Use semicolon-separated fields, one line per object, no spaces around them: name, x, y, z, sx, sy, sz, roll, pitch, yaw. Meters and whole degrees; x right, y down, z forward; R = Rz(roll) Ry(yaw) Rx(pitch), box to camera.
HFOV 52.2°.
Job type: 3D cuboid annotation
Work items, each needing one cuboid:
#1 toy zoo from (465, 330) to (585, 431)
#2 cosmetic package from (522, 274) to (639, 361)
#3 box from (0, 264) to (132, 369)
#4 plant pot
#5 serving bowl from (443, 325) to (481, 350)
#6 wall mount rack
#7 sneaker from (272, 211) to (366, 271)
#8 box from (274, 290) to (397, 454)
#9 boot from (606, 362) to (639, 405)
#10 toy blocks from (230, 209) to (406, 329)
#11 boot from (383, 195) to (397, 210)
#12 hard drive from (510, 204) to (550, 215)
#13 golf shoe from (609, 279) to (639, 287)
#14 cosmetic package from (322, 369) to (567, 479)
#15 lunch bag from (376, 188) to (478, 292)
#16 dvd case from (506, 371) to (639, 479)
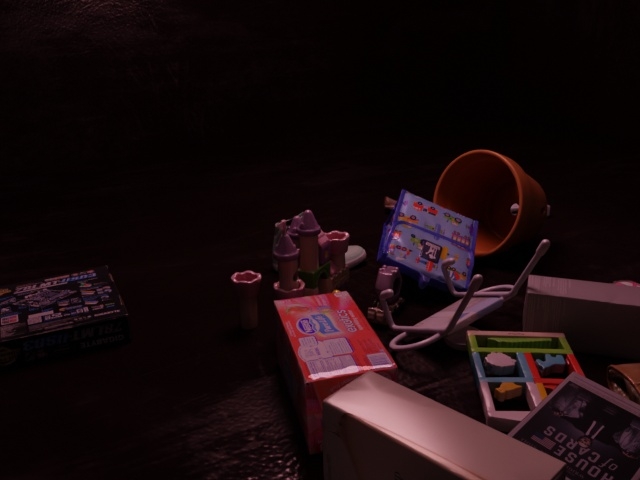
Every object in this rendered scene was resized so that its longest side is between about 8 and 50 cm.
toy zoo;0.374;0.256;1.156;0.192;0.030;0.293;1;27;2
cosmetic package;0.535;0.154;1.318;0.238;0.127;0.107;7;22;15
box;-0.590;0.162;1.435;0.295;0.073;0.293;-11;22;-24
plant pot;0.487;-0.092;1.809;0.203;0.291;0.291;5;12;-40
serving bowl;0.291;0.203;1.335;0.083;0.027;0.083;-1;20;0
wall mount rack;0.293;0.104;1.319;0.350;0.130;0.304;-23;6;-33
sneaker;0.000;0.000;1.722;0.256;0.151;0.094;-4;19;-11
box;0.016;0.218;1.147;0.154;0.142;0.300;-6;21;-13
boot;0.659;0.267;1.078;0.269;0.089;0.236;-4;14;-5
toy blocks;0.000;0.050;1.433;0.309;0.260;0.288;10;23;27
boot;0.257;-0.117;2.189;0.087;0.042;0.118;6;22;1
hard drive;0.578;-0.142;2.220;0.233;0.047;0.353;-6;21;-14
golf shoe;0.712;0.132;1.449;0.186;0.067;0.086;0;22;2
cosmetic package;0.150;0.313;0.866;0.309;0.160;0.113;16;27;41
lunch bag;0.261;0.030;1.625;0.221;0.138;0.293;23;34;-1
dvd case;0.410;0.305;0.997;0.238;0.030;0.179;-25;39;-38
